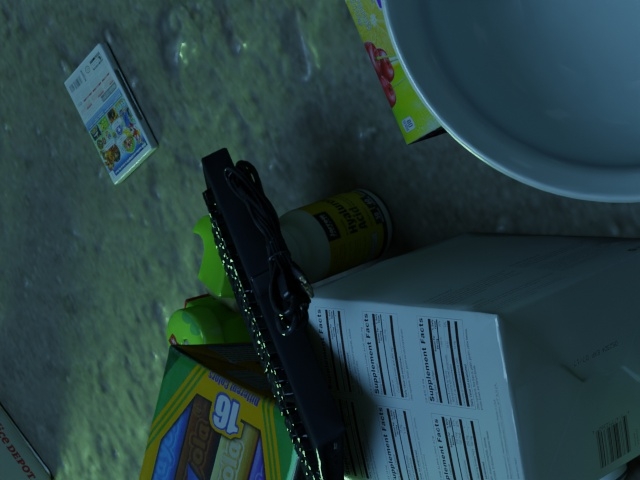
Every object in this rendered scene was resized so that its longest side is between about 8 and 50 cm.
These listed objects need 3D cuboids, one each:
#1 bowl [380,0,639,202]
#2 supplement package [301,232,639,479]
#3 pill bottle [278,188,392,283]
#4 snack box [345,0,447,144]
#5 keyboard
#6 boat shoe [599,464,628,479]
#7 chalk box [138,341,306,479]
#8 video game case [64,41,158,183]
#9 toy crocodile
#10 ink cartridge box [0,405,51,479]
[{"bbox_3d":[0.190,-0.170,0.975,0.298,0.134,0.297,0,90,10],"label":"bowl"},{"bbox_3d":[0.128,0.089,1.147,0.203,0.194,0.149,3,107,49],"label":"supplement package"},{"bbox_3d":[0.000,0.000,1.314,0.065,0.116,0.065,22,122,41],"label":"pill bottle"},{"bbox_3d":[0.113,-0.189,1.146,0.207,0.070,0.174,-28,84,48],"label":"snack box"},{"bbox_3d":[-0.042,0.044,1.183,0.201,0.033,0.317,89,162,-44],"label":"keyboard"},{"bbox_3d":[0.183,0.243,1.243,0.084,0.095,0.258,53,148,13],"label":"boat shoe"},{"bbox_3d":[-0.047,0.252,1.367,0.179,0.180,0.289,26,106,40],"label":"chalk box"},{"bbox_3d":[-0.214,-0.129,1.583,0.087,0.011,0.122,-36,78,48],"label":"video game case"},{"bbox_3d":[-0.093,0.142,1.483,0.105,0.115,0.340,29,123,46],"label":"toy crocodile"},{"bbox_3d":[-0.450,0.297,1.877,0.148,0.203,0.086,49,138,23],"label":"ink cartridge box"}]
